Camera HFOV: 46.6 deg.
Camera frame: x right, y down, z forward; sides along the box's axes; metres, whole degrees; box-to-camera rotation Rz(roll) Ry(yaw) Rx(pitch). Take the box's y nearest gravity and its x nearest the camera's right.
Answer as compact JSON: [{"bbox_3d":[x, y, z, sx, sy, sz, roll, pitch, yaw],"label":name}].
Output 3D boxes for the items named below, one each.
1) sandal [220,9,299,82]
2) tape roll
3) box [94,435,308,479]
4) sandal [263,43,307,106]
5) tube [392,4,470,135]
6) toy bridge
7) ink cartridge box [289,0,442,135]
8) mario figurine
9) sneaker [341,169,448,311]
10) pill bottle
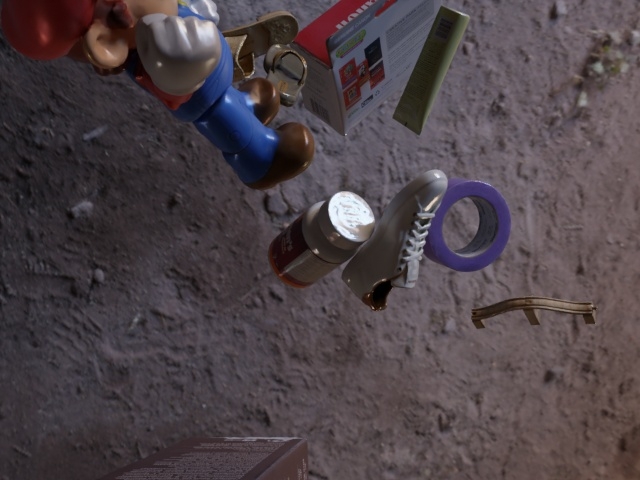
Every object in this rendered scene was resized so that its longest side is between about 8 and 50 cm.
[{"bbox_3d":[-0.138,-0.316,1.279,0.240,0.079,0.088,-30,130,-4],"label":"sandal"},{"bbox_3d":[0.293,-0.033,1.543,0.188,0.080,0.189,-3,99,-16],"label":"tape roll"},{"bbox_3d":[-0.101,0.278,0.598,0.143,0.381,0.191,-2,82,6],"label":"box"},{"bbox_3d":[-0.052,-0.263,1.138,0.072,0.180,0.049,19,124,-10],"label":"sandal"},{"bbox_3d":[0.213,-0.331,1.446,0.062,0.070,0.240,23,109,0],"label":"tube"},{"bbox_3d":[0.319,0.106,1.123,0.063,0.188,0.026,48,43,-50],"label":"toy bridge"},{"bbox_3d":[0.098,-0.415,1.496,0.309,0.130,0.272,-41,152,-16],"label":"ink cartridge box"},{"bbox_3d":[-0.107,-0.173,0.612,0.320,0.198,0.170,36,69,-52],"label":"mario figurine"},{"bbox_3d":[0.159,0.009,1.342,0.105,0.123,0.290,-3,135,-46],"label":"sneaker"},{"bbox_3d":[0.000,0.000,1.396,0.121,0.121,0.221,3,155,-32],"label":"pill bottle"}]
